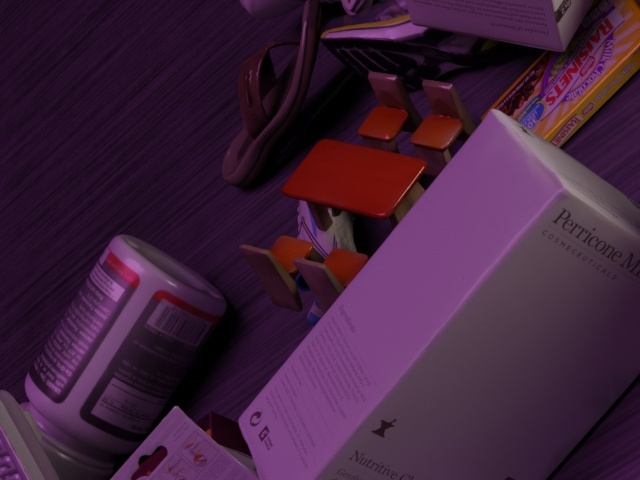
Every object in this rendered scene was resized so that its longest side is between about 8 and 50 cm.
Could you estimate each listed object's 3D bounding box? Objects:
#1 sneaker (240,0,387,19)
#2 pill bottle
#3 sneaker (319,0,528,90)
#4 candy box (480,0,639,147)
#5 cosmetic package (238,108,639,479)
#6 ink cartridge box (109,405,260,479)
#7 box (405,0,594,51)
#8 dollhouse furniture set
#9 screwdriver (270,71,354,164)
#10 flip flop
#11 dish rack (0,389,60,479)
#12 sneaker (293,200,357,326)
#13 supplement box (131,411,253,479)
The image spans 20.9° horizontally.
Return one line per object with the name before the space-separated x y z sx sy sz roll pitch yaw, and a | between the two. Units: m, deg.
sneaker | 0.012 -0.309 2.084 0.292 0.108 0.169 -34 57 38
pill bottle | -0.249 0.150 2.059 0.283 0.161 0.161 -57 33 5
sneaker | 0.125 -0.251 1.936 0.300 0.111 0.121 -6 54 43
candy box | 0.253 -0.162 1.754 0.206 0.027 0.105 -46 38 20
cosmetic package | 0.133 0.102 1.546 0.385 0.217 0.156 -52 34 17
ink cartridge box | -0.121 0.272 1.793 0.145 0.179 0.045 -49 -2 17
box | 0.194 -0.306 1.761 0.182 0.119 0.181 15 57 29
dollhouse furniture set | 0.073 -0.053 1.747 0.259 0.135 0.262 14 58 41
screwdriver | -0.004 -0.159 2.092 0.025 0.024 0.170 45 106 26
flip flop | -0.070 -0.176 2.084 0.277 0.080 0.112 -55 16 41
dish rack | -0.327 0.345 1.945 0.333 0.072 0.285 56 141 24
sneaker | 0.000 0.000 1.907 0.086 0.085 0.237 -27 43 12
supplement box | -0.149 0.285 1.897 0.188 0.081 0.104 -39 39 29
